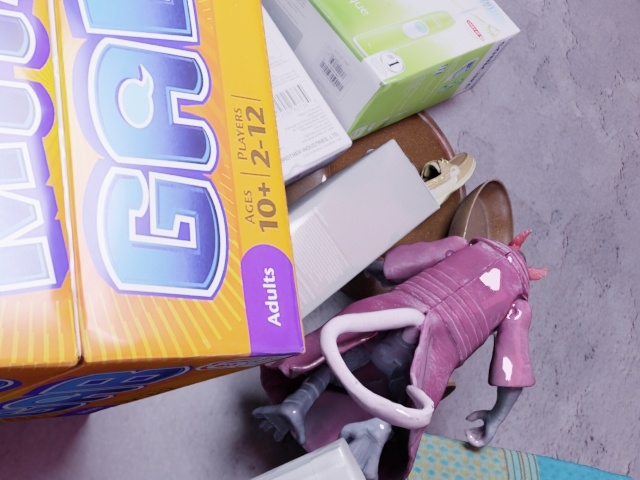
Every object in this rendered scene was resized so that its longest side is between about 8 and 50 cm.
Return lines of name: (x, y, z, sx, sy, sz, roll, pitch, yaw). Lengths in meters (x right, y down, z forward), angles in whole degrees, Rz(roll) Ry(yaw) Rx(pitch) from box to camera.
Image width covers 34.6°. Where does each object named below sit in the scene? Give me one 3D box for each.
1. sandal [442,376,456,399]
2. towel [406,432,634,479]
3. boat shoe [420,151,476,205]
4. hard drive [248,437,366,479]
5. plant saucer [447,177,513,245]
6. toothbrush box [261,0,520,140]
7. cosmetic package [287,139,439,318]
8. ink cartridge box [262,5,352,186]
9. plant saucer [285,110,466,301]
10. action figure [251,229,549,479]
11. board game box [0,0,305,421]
sandal: (0.049, 0.164, 1.185, 0.240, 0.088, 0.079, -5, 56, -39)
towel: (0.175, 0.328, 1.043, 0.370, 0.040, 0.271, 13, 47, -9)
boat shoe: (0.149, -0.079, 1.290, 0.135, 0.050, 0.045, -44, 110, -39)
hard drive: (-0.072, 0.326, 0.900, 0.203, 0.307, 0.040, 63, 9, -4)
plant saucer: (0.203, 0.017, 1.331, 0.198, 0.036, 0.199, -23, 116, -59)
toothbrush box: (0.077, -0.265, 1.273, 0.283, 0.122, 0.206, -26, 73, -42)
cosmetic package: (0.000, 0.000, 1.120, 0.238, 0.127, 0.107, -34, 94, -24)
ink cartridge box: (-0.119, -0.194, 1.146, 0.185, 0.065, 0.311, -30, 88, -39)
plant saucer: (0.084, -0.069, 1.300, 0.310, 0.050, 0.311, 14, 68, -36)
action figure: (0.103, 0.074, 1.043, 0.370, 0.276, 0.248, -36, 65, -28)
board game box: (-0.275, -0.050, 0.797, 0.356, 0.356, 0.356, 2, 74, -39)
